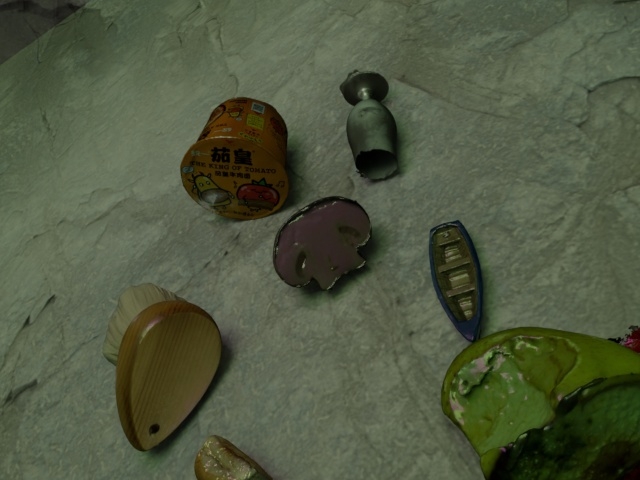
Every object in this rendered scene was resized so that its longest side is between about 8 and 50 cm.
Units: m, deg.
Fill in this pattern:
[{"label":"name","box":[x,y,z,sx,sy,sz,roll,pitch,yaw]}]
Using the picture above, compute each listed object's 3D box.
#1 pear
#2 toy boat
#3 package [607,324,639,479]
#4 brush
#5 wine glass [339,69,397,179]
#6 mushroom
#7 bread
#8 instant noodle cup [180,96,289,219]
[{"label":"pear","box":[0.277,0.188,0.862,0.238,0.164,0.255,-42,23,6]},{"label":"toy boat","box":[0.222,0.068,1.096,0.080,0.046,0.229,-19,51,15]},{"label":"package","box":[0.396,0.242,0.863,0.194,0.071,0.269,17,70,52]},{"label":"brush","box":[-0.296,0.220,1.208,0.166,0.174,0.266,14,82,51]},{"label":"wine glass","box":[0.097,-0.227,1.339,0.103,0.103,0.222,-18,50,16]},{"label":"mushroom","box":[0.000,0.000,1.225,0.188,0.141,0.117,-34,14,1]},{"label":"bread","box":[-0.133,0.360,1.042,0.125,0.106,0.082,22,70,40]},{"label":"instant noodle cup","box":[-0.158,-0.173,1.384,0.216,0.216,0.172,-13,43,21]}]
